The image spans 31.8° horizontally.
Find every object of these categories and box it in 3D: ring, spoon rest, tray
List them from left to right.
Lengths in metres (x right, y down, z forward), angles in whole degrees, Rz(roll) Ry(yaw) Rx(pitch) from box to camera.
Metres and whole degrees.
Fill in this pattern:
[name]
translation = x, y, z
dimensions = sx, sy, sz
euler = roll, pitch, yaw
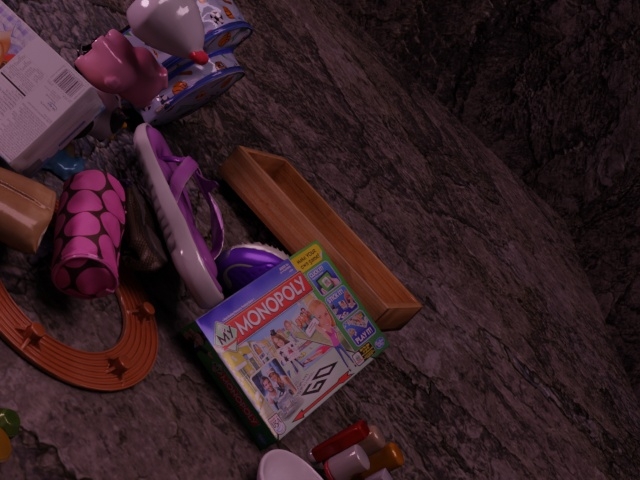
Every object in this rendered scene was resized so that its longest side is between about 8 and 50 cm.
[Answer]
[ring]
translation = -0.341, 0.053, 1.500
dimensions = 0.336, 0.032, 0.336
euler = 41, 24, -23
[tray]
translation = 0.000, 0.000, 2.082
dimensions = 0.411, 0.076, 0.203
euler = 47, 15, 18
[spoon rest]
translation = 0.013, 0.401, 1.554
dimensions = 0.276, 0.084, 0.137
euler = 51, 22, 0

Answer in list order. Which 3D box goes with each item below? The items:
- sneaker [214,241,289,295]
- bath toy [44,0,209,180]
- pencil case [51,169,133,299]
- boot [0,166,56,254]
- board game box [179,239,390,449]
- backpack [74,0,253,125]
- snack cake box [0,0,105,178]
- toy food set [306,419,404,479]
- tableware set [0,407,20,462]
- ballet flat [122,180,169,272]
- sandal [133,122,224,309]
[sneaker]
translation = -0.053, 0.122, 1.843
dimensions = 0.293, 0.102, 0.146
euler = 38, 26, -28
[bath toy]
translation = -0.288, -0.226, 1.618
dimensions = 0.129, 0.348, 0.151
euler = 47, 26, -9
[pencil case]
translation = -0.305, -0.007, 1.510
dimensions = 0.098, 0.095, 0.209
euler = 55, 18, -34
[boot]
translation = -0.451, -0.057, 1.337
dimensions = 0.270, 0.089, 0.236
euler = 31, 27, -24
[board game box]
translation = -0.046, 0.151, 1.734
dimensions = 0.213, 0.046, 0.317
euler = 56, 42, 0
[backpack]
translation = -0.250, -0.333, 1.972
dimensions = 0.213, 0.263, 0.276
euler = 49, 21, -4
[snack cake box]
translation = -0.440, -0.226, 1.513
dimensions = 0.264, 0.152, 0.089
euler = 44, -8, 10
[toy food set]
translation = 0.042, 0.337, 1.628
dimensions = 0.111, 0.105, 0.232
euler = 58, 14, -3
[tableware set]
translation = -0.378, 0.207, 1.201
dimensions = 0.104, 0.024, 0.154
euler = 48, 21, -13
[ballet flat]
translation = -0.274, -0.017, 1.679
dimensions = 0.084, 0.058, 0.250
euler = 54, 3, -31
[sandal]
translation = -0.196, -0.047, 1.750
dimensions = 0.416, 0.102, 0.169
euler = -115, -178, -46
